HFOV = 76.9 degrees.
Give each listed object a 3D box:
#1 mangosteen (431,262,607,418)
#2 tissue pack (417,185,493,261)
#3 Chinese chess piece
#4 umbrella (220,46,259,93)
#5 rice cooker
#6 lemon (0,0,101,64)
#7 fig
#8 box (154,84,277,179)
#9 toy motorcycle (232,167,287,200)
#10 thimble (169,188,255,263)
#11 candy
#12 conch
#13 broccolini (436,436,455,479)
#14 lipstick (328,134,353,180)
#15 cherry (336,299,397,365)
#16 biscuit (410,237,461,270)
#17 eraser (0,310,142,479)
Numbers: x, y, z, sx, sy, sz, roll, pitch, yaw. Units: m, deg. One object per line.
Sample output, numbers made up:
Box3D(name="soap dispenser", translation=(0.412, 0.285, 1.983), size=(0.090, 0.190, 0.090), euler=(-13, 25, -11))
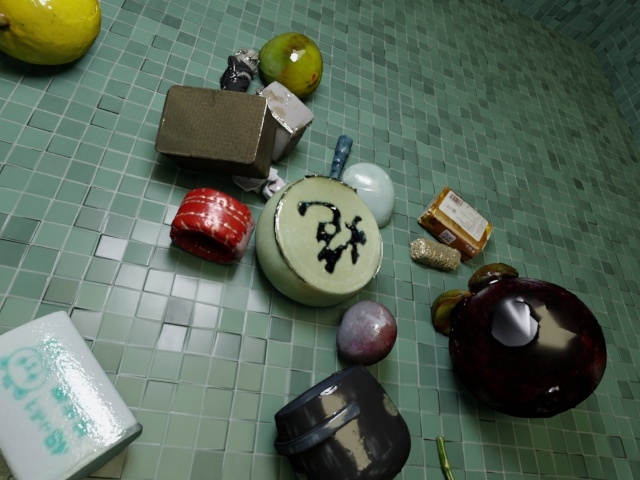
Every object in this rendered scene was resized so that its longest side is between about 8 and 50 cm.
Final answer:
Box3D(name="mangosteen", translation=(0.515, 0.251, 1.079), size=(0.380, 0.381, 0.421), euler=(-12, 55, -29))
Box3D(name="tissue pack", translation=(0.470, -0.060, 1.391), size=(0.226, 0.092, 0.183), euler=(43, 54, 1))
Box3D(name="Chinese chess piece", translation=(0.000, 0.000, 1.076), size=(0.349, 0.146, 0.350), euler=(11, 67, -27))
Box3D(name="umbrella", translation=(-0.282, -0.468, 1.261), size=(0.106, 0.113, 0.358), euler=(19, 59, -12))
Box3D(name="rice cooker", translation=(0.043, 0.409, 0.844), size=(0.267, 0.267, 0.225), euler=(-23, 77, -33))
Box3D(name="lemon", translation=(-0.718, -0.597, 1.025), size=(0.296, 0.297, 0.297), euler=(11, 59, -19))
Box3D(name="fig", translation=(-0.103, -0.601, 1.360), size=(0.207, 0.207, 0.230), euler=(-32, 80, -34))
Box3D(name="box", translation=(-0.263, -0.280, 1.057), size=(0.273, 0.143, 0.184), euler=(9, 84, 9))
Box3D(name="toy motorcycle", translation=(-0.191, -0.201, 1.155), size=(0.254, 0.112, 0.112), euler=(38, 54, -2))
Box3D(name="thimble", translation=(-0.263, -0.034, 0.997), size=(0.189, 0.163, 0.125), euler=(21, 58, -12))
Box3D(name="candy", translation=(-0.140, -0.356, 1.216), size=(0.184, 0.195, 0.137), euler=(39, 56, -5))
Box3D(name="conch", translation=(0.153, -0.148, 1.294), size=(0.184, 0.121, 0.221), euler=(-33, 84, -5))
Box3D(name="broccolini", translation=(0.335, 0.612, 0.992), size=(0.054, 0.051, 0.239), euler=(-4, 58, -20))
Box3D(name="lipstick", translation=(0.058, -0.252, 1.333), size=(0.053, 0.053, 0.234), euler=(24, 57, -11))
Box3D(name="cherry", translation=(0.123, 0.233, 1.024), size=(0.140, 0.176, 0.176), euler=(37, 52, -24))
Box3D(name="biscuit", translation=(0.373, 0.042, 1.305), size=(0.168, 0.070, 0.082), euler=(18, 66, -17))
Box3D(name="eraser", translation=(-0.488, 0.292, 0.734), size=(0.189, 0.104, 0.290), euler=(-34, 73, -32))
